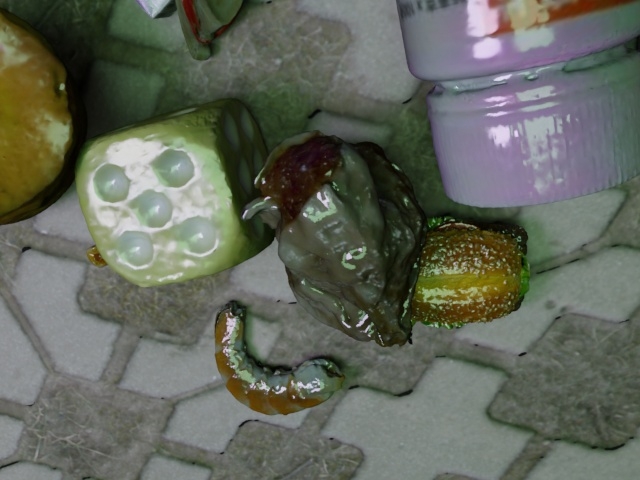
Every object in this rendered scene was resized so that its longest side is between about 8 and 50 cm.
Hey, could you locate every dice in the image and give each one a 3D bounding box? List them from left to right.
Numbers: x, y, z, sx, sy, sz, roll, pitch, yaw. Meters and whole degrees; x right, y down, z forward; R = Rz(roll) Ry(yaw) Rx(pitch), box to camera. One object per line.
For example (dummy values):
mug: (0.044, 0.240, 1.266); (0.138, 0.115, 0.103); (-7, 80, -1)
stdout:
dice: (-0.151, -0.056, 0.761); (0.169, 0.166, 0.169); (-12, 107, 14)

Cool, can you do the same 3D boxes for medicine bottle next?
medicine bottle: (0.173, -0.240, 0.612); (0.219, 0.219, 0.388); (-9, 106, 13)

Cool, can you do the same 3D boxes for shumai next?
shumai: (-0.002, -0.002, 0.716); (0.184, 0.185, 0.218); (9, 96, 50)

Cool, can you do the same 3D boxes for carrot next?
carrot: (-0.382, -0.128, 0.752); (0.241, 0.341, 0.241); (-2, 97, -19)

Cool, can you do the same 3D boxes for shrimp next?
shrimp: (-0.059, 0.145, 0.884); (0.161, 0.049, 0.166); (-18, 97, 17)

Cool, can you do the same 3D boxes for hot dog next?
hot dog: (-0.263, 0.012, 0.874); (0.090, 0.034, 0.030); (-22, 104, 15)

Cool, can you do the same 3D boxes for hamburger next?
hamburger: (0.155, 0.042, 0.783); (0.166, 0.087, 0.137); (1, 109, 10)

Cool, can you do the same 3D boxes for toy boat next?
toy boat: (-0.119, -0.285, 0.730); (0.071, 0.089, 0.185); (26, 120, 48)

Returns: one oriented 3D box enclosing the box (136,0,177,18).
box: (-0.204, -0.298, 0.749); (0.036, 0.050, 0.117); (-39, 97, 21)

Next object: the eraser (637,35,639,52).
eraser: (0.324, -0.250, 0.577); (0.086, 0.130, 0.287); (-3, 131, 16)
